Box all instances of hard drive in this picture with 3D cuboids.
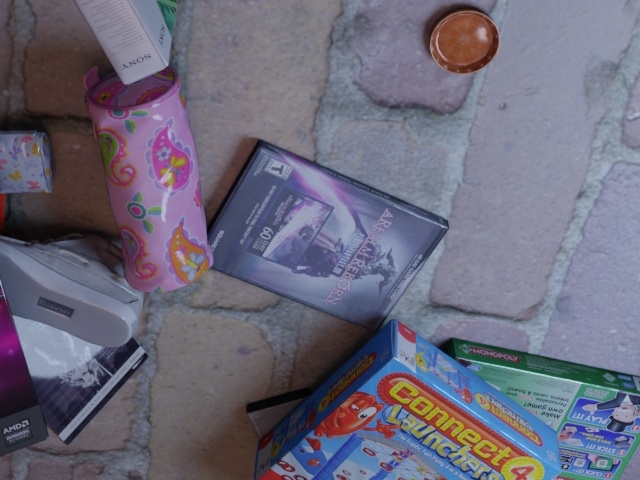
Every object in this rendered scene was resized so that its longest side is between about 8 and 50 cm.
[{"bbox_3d":[-0.040,0.278,1.903,0.094,0.022,0.135,-17,125,9],"label":"hard drive"}]

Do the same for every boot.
[{"bbox_3d":[-0.341,0.034,1.654,0.258,0.123,0.095,28,126,-15],"label":"boot"}]

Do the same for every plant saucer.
[{"bbox_3d":[0.169,-0.235,1.555,0.084,0.013,0.083,-2,126,-3],"label":"plant saucer"}]

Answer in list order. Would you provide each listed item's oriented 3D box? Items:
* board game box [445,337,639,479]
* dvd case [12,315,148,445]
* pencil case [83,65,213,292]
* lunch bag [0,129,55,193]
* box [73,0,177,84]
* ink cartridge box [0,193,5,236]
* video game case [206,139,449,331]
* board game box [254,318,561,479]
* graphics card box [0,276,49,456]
[{"bbox_3d":[0.303,0.262,1.896,0.317,0.046,0.213,13,124,-12],"label":"board game box"},{"bbox_3d":[-0.343,0.138,1.728,0.164,0.018,0.221,-49,123,-21],"label":"dvd case"},{"bbox_3d":[-0.205,-0.077,1.586,0.124,0.124,0.284,-7,125,2],"label":"pencil case"},{"bbox_3d":[-0.362,-0.101,1.599,0.071,0.053,0.083,-2,135,1],"label":"lunch bag"},{"bbox_3d":[-0.239,-0.346,1.322,0.058,0.232,0.322,-19,125,11],"label":"box"},{"bbox_3d":[-0.507,0.142,1.640,0.308,0.091,0.385,-20,135,-37],"label":"ink cartridge box"},{"bbox_3d":[0.000,0.000,1.707,0.274,0.026,0.196,23,121,-17],"label":"video game case"},{"bbox_3d":[0.119,0.302,1.836,0.308,0.086,0.302,35,119,-18],"label":"board game box"},{"bbox_3d":[-0.474,0.101,1.519,0.233,0.094,0.370,-18,119,-18],"label":"graphics card box"}]
